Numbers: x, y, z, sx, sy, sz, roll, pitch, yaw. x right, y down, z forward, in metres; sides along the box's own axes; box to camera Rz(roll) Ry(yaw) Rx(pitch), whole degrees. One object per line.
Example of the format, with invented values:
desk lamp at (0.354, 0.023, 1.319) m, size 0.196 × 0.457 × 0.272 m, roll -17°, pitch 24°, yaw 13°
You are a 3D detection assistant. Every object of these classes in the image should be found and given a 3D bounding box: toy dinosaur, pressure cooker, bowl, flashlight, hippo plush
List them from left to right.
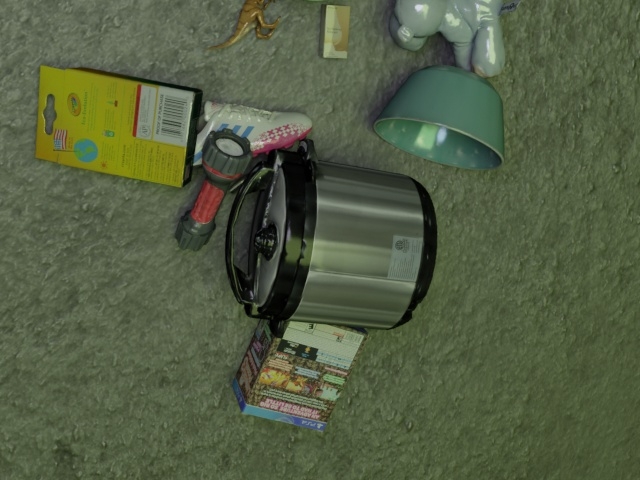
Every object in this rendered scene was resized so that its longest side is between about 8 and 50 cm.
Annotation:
flashlight at (-0.241, -0.097, 1.500) m, size 0.103 × 0.103 × 0.304 m, roll 5°, pitch 135°, yaw -30°
toy dinosaur at (-0.153, -0.475, 1.504) m, size 0.112 × 0.064 × 0.211 m, roll 26°, pitch 89°, yaw -12°
pressure cooker at (0.002, -0.001, 1.534) m, size 0.421 × 0.369 × 0.375 m, roll 7°, pitch 144°, yaw -18°
hippo plush at (0.276, -0.467, 1.536) m, size 0.237 × 0.294 × 0.234 m, roll -6°, pitch 89°, yaw -8°
bowl at (0.292, -0.291, 1.598) m, size 0.312 × 0.311 × 0.163 m, roll 21°, pitch 85°, yaw -24°

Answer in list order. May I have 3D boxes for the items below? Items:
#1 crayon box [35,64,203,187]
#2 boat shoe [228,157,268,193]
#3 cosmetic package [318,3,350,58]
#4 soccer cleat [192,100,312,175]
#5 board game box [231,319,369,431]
crayon box at (-0.417, -0.241, 1.440) m, size 0.319 × 0.081 × 0.202 m, roll 12°, pitch 107°, yaw 1°
boat shoe at (-0.157, -0.144, 1.621) m, size 0.125 × 0.046 × 0.038 m, roll -39°, pitch 111°, yaw -11°
cosmetic package at (0.031, -0.471, 1.567) m, size 0.060 × 0.041 × 0.115 m, roll -4°, pitch 110°, yaw -17°
soccer cleat at (-0.179, -0.251, 1.532) m, size 0.331 × 0.116 × 0.143 m, roll -18°, pitch 117°, yaw -11°
board game box at (-0.055, 0.303, 1.759) m, size 0.232 × 0.141 × 0.291 m, roll 20°, pitch 101°, yaw -23°
